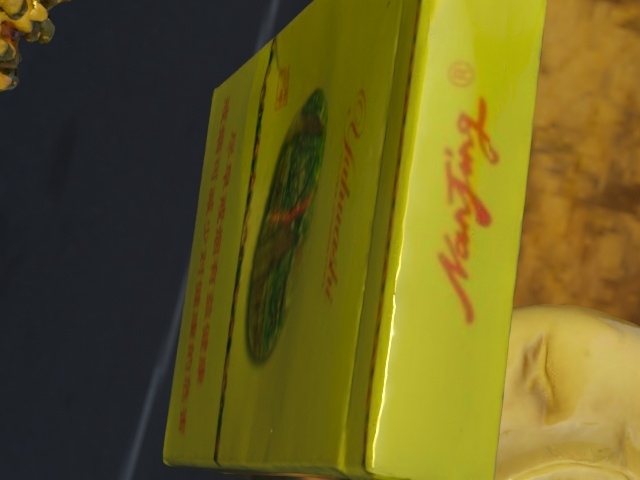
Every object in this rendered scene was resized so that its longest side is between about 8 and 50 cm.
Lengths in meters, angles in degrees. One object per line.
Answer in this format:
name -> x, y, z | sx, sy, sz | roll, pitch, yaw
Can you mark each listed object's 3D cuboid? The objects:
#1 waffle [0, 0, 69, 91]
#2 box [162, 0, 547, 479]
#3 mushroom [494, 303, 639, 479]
waffle -> -0.239, -0.171, 1.047 | 0.197, 0.193, 0.070 | -51, 167, 9
box -> 0.000, 0.000, 0.691 | 0.335, 0.047, 0.187 | 157, -58, -74
mushroom -> 0.165, 0.220, 1.297 | 0.336, 0.314, 0.314 | -109, -153, -66
